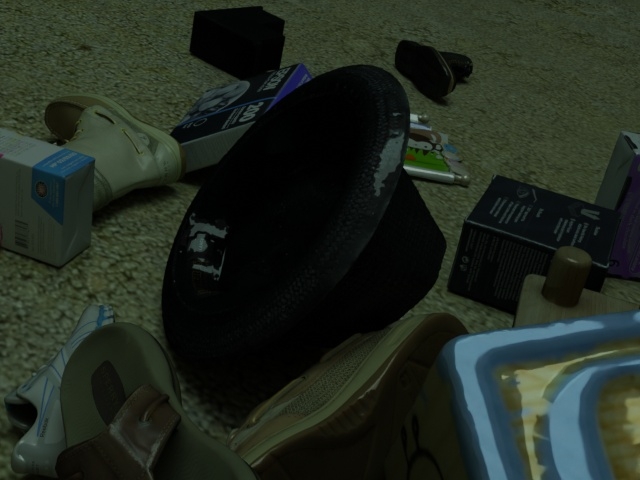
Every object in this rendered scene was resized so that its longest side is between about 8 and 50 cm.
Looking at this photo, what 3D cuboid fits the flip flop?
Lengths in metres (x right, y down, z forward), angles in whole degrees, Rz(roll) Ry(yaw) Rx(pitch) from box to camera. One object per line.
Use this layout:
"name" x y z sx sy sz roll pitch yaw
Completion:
"flip flop" -0.117 0.124 0.560 0.112 0.080 0.277 -41 36 -1

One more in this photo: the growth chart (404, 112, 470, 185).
"growth chart" 0.124 -0.145 1.367 0.171 0.021 0.237 6 30 -13

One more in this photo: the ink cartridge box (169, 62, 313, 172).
"ink cartridge box" -0.083 -0.164 1.186 0.208 0.045 0.206 -11 27 21

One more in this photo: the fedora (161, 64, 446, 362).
"fedora" 0.000 0.000 0.845 0.152 0.334 0.334 33 18 -28

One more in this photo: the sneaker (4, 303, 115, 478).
"sneaker" -0.204 0.112 0.733 0.082 0.071 0.191 0 30 -8

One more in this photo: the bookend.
"bookend" -0.109 -0.333 1.566 0.156 0.072 0.157 32 34 31

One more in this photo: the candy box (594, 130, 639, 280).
"candy box" 0.437 -0.031 1.120 0.196 0.165 0.070 9 29 -5

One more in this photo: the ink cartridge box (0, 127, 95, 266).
"ink cartridge box" -0.326 -0.055 0.948 0.181 0.104 0.061 18 29 12

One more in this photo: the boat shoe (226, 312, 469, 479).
"boat shoe" -0.009 0.168 0.674 0.110 0.122 0.341 -10 17 45

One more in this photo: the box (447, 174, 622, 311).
"box" 0.244 0.011 1.050 0.158 0.093 0.156 19 29 16

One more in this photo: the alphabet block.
"alphabet block" 0.161 0.167 0.542 0.193 0.197 0.192 -5 57 -10

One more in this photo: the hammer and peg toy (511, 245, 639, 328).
"hammer and peg toy" 0.269 0.146 0.777 0.265 0.127 0.361 17 29 11

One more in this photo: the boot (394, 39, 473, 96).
"boot" 0.231 -0.304 1.644 0.137 0.077 0.198 5 30 -22

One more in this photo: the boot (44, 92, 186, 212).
"boot" -0.287 -0.104 1.087 0.213 0.077 0.165 26 34 24
